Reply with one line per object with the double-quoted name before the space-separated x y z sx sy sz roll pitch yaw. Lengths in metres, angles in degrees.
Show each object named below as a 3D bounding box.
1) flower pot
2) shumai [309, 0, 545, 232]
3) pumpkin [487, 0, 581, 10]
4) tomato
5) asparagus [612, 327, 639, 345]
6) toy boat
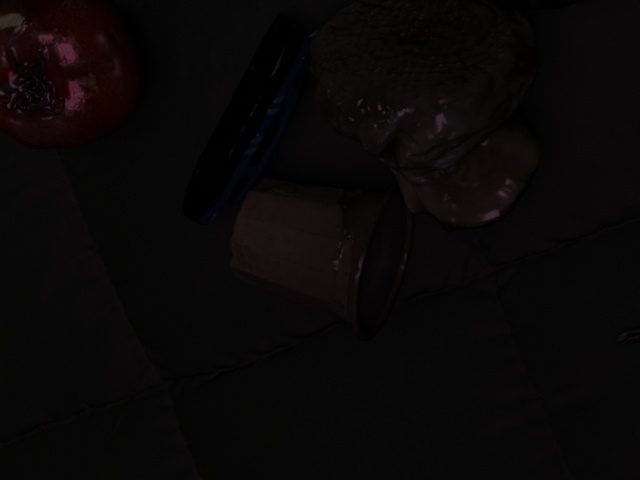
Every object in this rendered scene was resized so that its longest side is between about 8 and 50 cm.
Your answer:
"flower pot" 0.000 0.000 1.894 0.203 0.212 0.212 18 107 17
"shumai" 0.144 -0.146 1.808 0.304 0.309 0.263 16 137 38
"pumpkin" 0.249 -0.418 1.674 0.296 0.296 0.295 3 105 11
"tomato" -0.343 -0.233 1.899 0.232 0.188 0.232 5 109 15
"asparagus" 0.441 0.127 1.914 0.108 0.025 0.021 -4 113 13
"toy boat" -0.079 -0.143 1.911 0.092 0.134 0.299 22 111 -22
